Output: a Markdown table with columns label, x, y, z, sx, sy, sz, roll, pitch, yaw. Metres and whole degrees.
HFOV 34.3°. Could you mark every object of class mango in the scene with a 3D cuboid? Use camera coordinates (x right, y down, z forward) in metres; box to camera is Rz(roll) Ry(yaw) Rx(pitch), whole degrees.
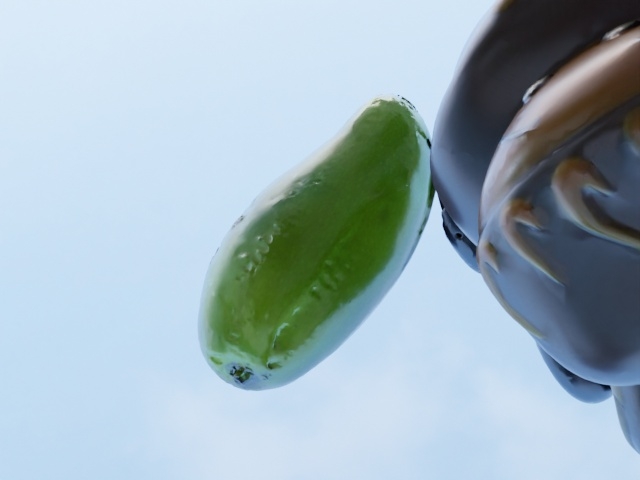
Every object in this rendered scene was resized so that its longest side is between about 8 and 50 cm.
| label | x | y | z | sx | sy | sz | roll | pitch | yaw |
| --- | --- | --- | --- | --- | --- | --- | --- | --- | --- |
| mango | 0.000 | 0.000 | 0.712 | 0.125 | 0.111 | 0.233 | 13 | -114 | 45 |

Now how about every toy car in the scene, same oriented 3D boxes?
| label | x | y | z | sx | sy | sz | roll | pitch | yaw |
| --- | --- | --- | --- | --- | --- | --- | --- | --- | --- |
| toy car | 0.205 | -0.001 | 0.533 | 0.271 | 0.341 | 0.240 | -33 | -164 | 22 |
